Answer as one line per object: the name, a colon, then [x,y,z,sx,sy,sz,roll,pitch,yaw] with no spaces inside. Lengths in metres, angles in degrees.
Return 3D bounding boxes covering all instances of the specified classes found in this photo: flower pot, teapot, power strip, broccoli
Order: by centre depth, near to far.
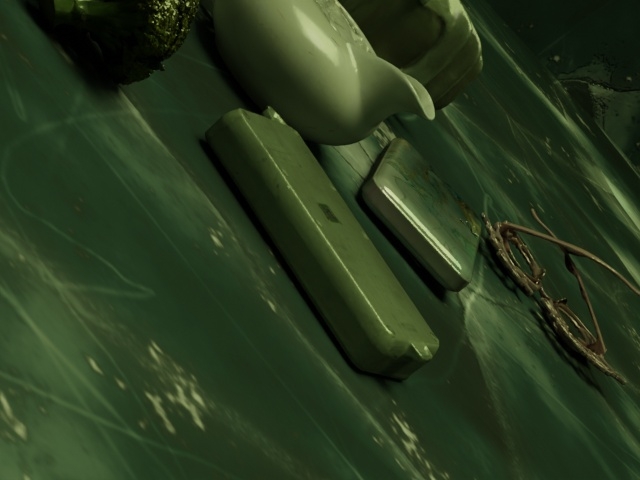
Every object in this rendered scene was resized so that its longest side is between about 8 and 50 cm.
broccoli: [-0.150,-0.184,1.495,0.120,0.130,0.131,-12,89,-30]
power strip: [0.000,0.000,1.613,0.270,0.046,0.118,57,17,20]
teapot: [-0.014,-0.196,1.895,0.298,0.139,0.204,55,17,17]
flower pot: [0.050,-0.292,2.307,0.367,0.164,0.254,35,15,-45]

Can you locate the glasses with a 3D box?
glasses: [0.285,0.053,2.304,0.255,0.095,0.162,49,22,4]

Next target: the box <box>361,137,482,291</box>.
box: [0.108,-0.030,2.056,0.142,0.044,0.285,45,13,-4]
